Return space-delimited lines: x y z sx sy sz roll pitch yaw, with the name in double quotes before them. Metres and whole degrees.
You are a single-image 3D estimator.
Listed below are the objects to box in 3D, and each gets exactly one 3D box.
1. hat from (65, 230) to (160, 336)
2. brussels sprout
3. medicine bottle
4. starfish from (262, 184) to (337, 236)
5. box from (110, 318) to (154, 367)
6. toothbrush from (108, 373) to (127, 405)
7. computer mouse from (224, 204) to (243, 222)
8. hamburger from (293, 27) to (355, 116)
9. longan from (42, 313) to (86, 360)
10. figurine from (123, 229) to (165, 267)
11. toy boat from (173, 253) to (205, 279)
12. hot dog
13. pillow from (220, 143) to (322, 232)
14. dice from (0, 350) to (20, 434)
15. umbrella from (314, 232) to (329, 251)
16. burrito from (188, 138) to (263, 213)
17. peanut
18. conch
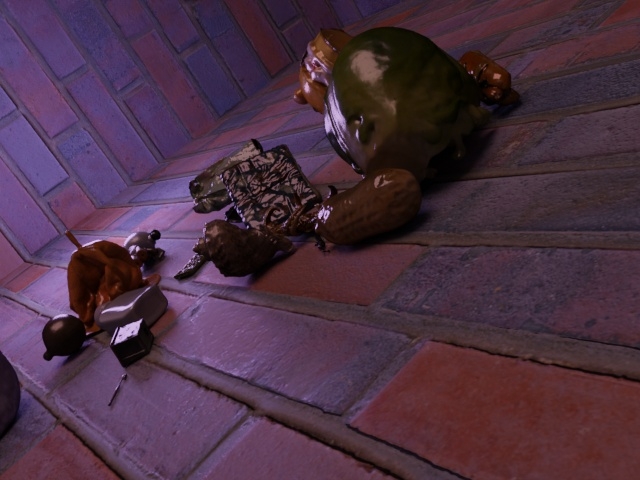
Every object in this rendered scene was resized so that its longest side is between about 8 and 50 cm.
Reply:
"hat" -0.565 0.075 1.835 0.244 0.233 0.233 -29 19 9
"brussels sprout" 0.150 -0.260 1.484 0.276 0.315 0.371 -48 13 38
"medicine bottle" -0.433 0.160 1.673 0.183 0.069 0.119 -14 28 41
"starfish" -0.030 -0.058 1.557 0.146 0.074 0.190 -29 16 -31
"box" -0.379 0.205 1.504 0.063 0.060 0.084 -22 20 6
"toothbrush" -0.381 0.280 1.397 0.008 0.006 0.097 -23 21 14
"computer mouse" -0.159 -0.088 1.860 0.192 0.062 0.105 -26 20 35
"hamburger" 0.056 -0.454 2.129 0.236 0.276 0.276 -57 7 28
"longan" -0.606 0.229 1.739 0.106 0.106 0.119 1 54 58
"figurine" -0.489 0.033 2.042 0.147 0.094 0.197 -55 28 3
"toy boat" -0.306 0.053 1.812 0.063 0.016 0.115 -18 24 37
"hot dog" 0.357 -0.346 1.608 0.072 0.109 0.269 -32 21 10
"pillow" -0.123 -0.125 1.772 0.189 0.034 0.255 -29 49 -4
"dice" -0.823 0.335 1.548 0.270 0.271 0.270 -21 23 31
"umbrella" -0.005 -0.001 1.473 0.022 0.022 0.149 8 14 -13
"burrito" -0.231 -0.154 1.914 0.229 0.089 0.144 -32 49 5
"peanut" 0.084 -0.056 1.348 0.236 0.110 0.120 -24 41 42
"conch" -0.159 0.006 1.533 0.207 0.130 0.155 -8 25 -1
